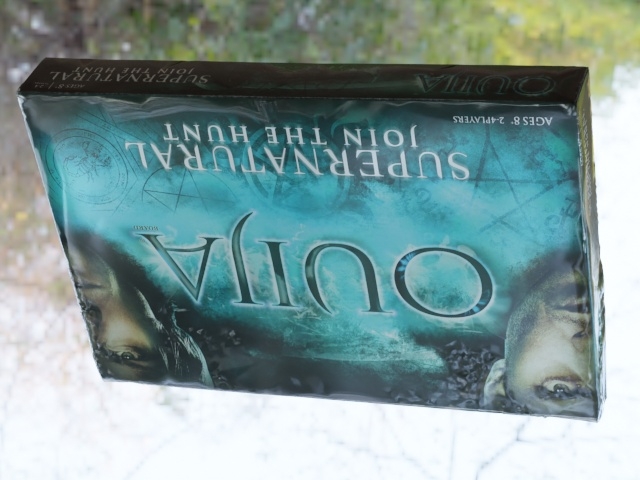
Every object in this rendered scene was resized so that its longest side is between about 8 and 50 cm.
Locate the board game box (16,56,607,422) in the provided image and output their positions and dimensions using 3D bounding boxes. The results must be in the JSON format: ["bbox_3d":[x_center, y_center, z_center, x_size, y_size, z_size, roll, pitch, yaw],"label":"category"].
[{"bbox_3d":[0.000,0.000,0.566,0.186,0.126,0.026,3,-144,19],"label":"board game box"}]
